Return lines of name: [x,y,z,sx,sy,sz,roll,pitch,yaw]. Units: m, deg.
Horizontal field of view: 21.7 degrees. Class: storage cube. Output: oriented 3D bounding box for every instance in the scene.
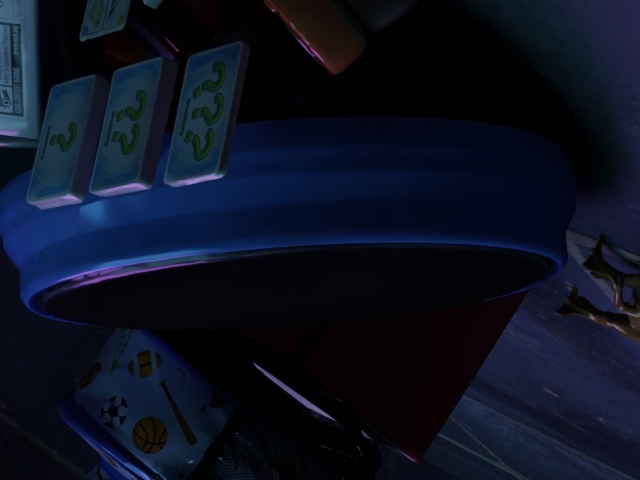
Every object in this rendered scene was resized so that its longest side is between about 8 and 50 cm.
storage cube: [0.032,0.053,1.509,0.215,0.193,0.184,40,168,-36]

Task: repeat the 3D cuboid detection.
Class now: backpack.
backpack: [-0.092,0.181,1.405,0.263,0.213,0.276,43,174,8]

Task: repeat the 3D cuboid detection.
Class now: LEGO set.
LEGO set: [-0.102,-0.147,0.941,0.060,0.244,0.182,23,161,-38]

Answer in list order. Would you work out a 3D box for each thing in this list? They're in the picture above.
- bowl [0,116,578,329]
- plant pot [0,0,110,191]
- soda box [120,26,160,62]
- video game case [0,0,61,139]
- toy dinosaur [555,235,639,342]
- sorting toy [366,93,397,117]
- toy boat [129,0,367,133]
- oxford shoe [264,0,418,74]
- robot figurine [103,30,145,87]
bowl: [-0.020,0.001,1.129,0.391,0.077,0.391,-4,170,-1]
plant pot: [-0.282,-0.160,1.249,0.247,0.252,0.248,2,168,2]
soda box: [-0.290,-0.150,1.622,0.286,0.091,0.098,-7,143,46]
video game case: [-0.285,-0.202,1.016,0.244,0.061,0.269,7,126,3]
toy dinosaur: [0.240,0.058,1.243,0.112,0.064,0.211,30,170,16]
sorting toy: [-0.056,-0.067,1.413,0.127,0.126,0.365,37,169,-18]
toy boat: [-0.079,-0.112,1.163,0.231,0.151,0.151,45,165,-30]
oxford shoe: [-0.043,-0.214,0.827,0.271,0.098,0.097,51,-176,1]
robot figurine: [-0.214,-0.107,1.436,0.219,0.128,0.158,12,152,-22]
